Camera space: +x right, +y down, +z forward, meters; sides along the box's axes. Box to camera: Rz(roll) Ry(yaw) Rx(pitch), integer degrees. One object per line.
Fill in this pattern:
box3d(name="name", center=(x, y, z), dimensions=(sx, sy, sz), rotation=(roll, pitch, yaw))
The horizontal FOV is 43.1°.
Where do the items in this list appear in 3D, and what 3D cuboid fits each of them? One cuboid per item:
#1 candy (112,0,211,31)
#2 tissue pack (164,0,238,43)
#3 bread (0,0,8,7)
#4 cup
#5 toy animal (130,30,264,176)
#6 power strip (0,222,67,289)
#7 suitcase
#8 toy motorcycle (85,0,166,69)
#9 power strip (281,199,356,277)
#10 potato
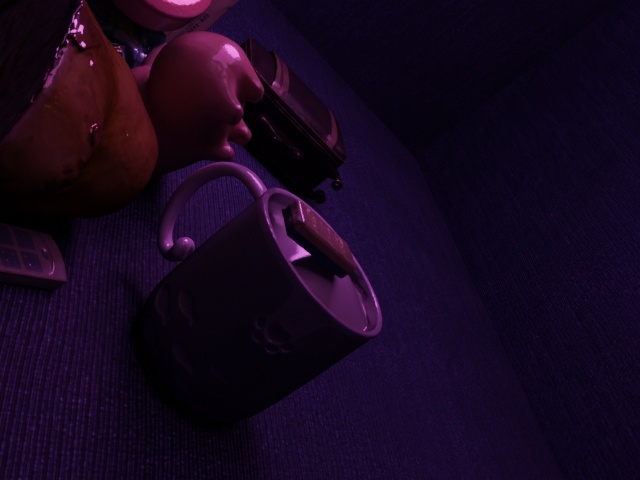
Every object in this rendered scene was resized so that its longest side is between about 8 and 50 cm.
box3d(name="candy", center=(-0.334, -0.552, 1.632), dimensions=(0.255, 0.094, 0.255), rotation=(15, 68, -40))
box3d(name="tissue pack", center=(-0.326, -0.648, 1.867), dimensions=(0.297, 0.380, 0.207), rotation=(34, 26, -50))
box3d(name="bread", center=(-0.530, -0.449, 1.320), dimensions=(0.416, 0.165, 0.113), rotation=(60, 13, 23))
box3d(name="cup", center=(-0.122, 0.065, 1.183), dimensions=(0.356, 0.274, 0.259), rotation=(56, 17, 14))
box3d(name="toy animal", center=(-0.248, -0.236, 1.409), dimensions=(0.269, 0.326, 0.237), rotation=(38, 48, 5))
box3d(name="power strip", center=(-0.391, 0.014, 0.994), dimensions=(0.080, 0.029, 0.227), rotation=(60, 18, 23))
box3d(name="suitcase", center=(-0.100, -0.323, 2.137), dimensions=(0.434, 0.194, 0.283), rotation=(42, 20, -27))
box3d(name="toy motorcycle", center=(-0.400, -0.441, 1.669), dimensions=(0.198, 0.109, 0.296), rotation=(17, 49, -35))
box3d(name="power strip", center=(0.000, 0.000, 1.106), dimensions=(0.123, 0.032, 0.056), rotation=(41, 22, -35))
box3d(name="potato", center=(-0.310, -0.136, 1.038), dimensions=(0.296, 0.290, 0.397), rotation=(42, -8, -40))
